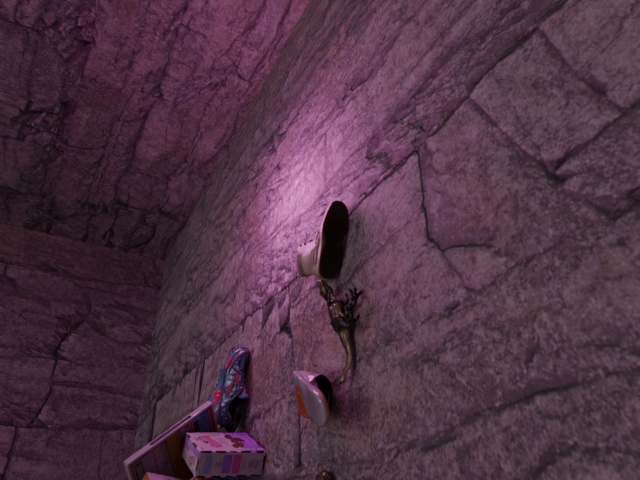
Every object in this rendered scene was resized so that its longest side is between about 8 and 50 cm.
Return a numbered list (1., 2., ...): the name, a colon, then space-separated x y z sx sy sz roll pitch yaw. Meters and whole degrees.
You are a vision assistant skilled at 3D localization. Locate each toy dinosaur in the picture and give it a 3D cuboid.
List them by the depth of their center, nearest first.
1. toy dinosaur: 0.054 0.183 1.016 0.268 0.064 0.118 -103 33 -41

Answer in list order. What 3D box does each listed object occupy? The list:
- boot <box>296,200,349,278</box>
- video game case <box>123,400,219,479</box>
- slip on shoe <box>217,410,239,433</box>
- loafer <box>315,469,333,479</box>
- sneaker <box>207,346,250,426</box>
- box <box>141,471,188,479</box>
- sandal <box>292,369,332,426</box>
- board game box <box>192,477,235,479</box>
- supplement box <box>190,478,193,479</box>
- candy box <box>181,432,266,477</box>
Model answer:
1. boot: 0.000 0.000 1.201 0.165 0.077 0.213 -9 68 63
2. video game case: -0.422 0.639 1.283 0.025 0.285 0.204 11 115 37
3. slip on shoe: -0.315 0.635 1.468 0.135 0.051 0.041 -57 26 15
4. loafer: -0.007 0.568 0.919 0.056 0.050 0.148 -17 60 58
5. sneaker: -0.279 0.493 1.456 0.125 0.104 0.262 11 66 24
6. box: -0.377 0.790 1.075 0.345 0.168 0.215 19 74 51
7. sandal: -0.003 0.360 0.997 0.265 0.076 0.102 163 98 -72
8. board game box: -0.324 0.845 1.240 0.308 0.086 0.302 -21 46 53
9. supplement box: -0.466 0.834 1.437 0.111 0.220 0.114 11 84 20
10. candy box: -0.280 0.612 1.246 0.165 0.196 0.070 -6 72 60
